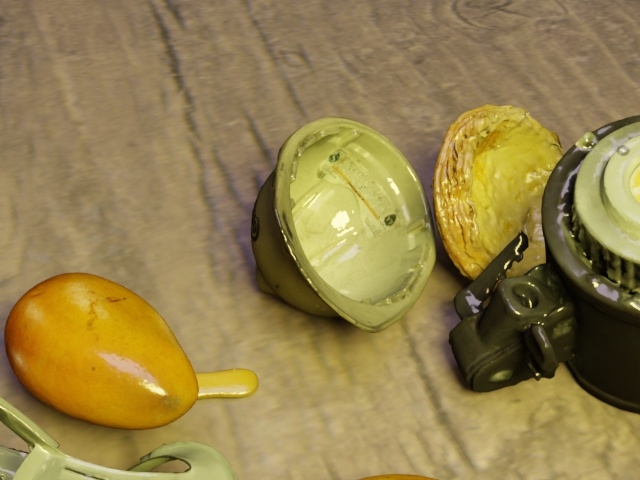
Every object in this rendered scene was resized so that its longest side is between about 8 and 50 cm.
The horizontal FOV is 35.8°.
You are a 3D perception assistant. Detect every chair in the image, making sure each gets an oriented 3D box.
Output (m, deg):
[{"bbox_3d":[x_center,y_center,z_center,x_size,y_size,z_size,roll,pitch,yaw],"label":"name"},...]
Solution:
[{"bbox_3d":[-0.220,0.201,0.707,0.274,0.190,0.203,29,39,-16],"label":"chair"}]

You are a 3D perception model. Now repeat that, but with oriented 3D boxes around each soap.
[{"bbox_3d":[-0.102,0.134,0.917,0.089,0.012,0.034,-3,42,-8],"label":"soap"}]

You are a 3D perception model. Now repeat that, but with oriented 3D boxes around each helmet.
[{"bbox_3d":[-0.004,0.003,0.978,0.204,0.137,0.257,53,36,-8],"label":"helmet"}]

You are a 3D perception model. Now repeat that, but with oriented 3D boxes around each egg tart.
[{"bbox_3d":[0.187,-0.040,1.041,0.212,0.213,0.090,-31,15,-34],"label":"egg tart"}]

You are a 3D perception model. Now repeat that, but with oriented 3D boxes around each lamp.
[{"bbox_3d":[0.314,0.018,0.885,0.374,0.272,0.205,-11,54,-16],"label":"lamp"}]

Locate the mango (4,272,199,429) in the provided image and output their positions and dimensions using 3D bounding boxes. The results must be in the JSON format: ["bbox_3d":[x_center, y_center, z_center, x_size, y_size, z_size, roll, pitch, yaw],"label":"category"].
[{"bbox_3d":[-0.184,0.097,0.847,0.144,0.112,0.219,10,7,-43],"label":"mango"}]

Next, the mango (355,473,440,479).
[{"bbox_3d":[0.030,0.237,0.768,0.190,0.075,0.098,-22,42,-19],"label":"mango"}]
